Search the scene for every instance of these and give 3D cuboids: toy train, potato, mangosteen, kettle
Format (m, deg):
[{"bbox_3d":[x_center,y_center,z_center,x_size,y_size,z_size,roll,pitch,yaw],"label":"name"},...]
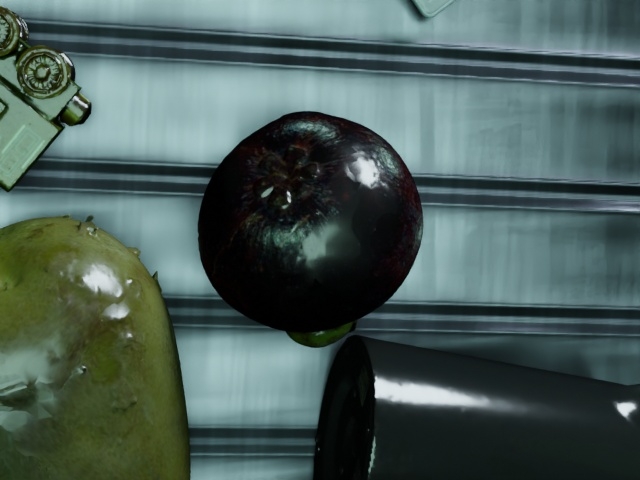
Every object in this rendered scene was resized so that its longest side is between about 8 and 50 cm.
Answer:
[{"bbox_3d":[-0.328,-0.160,1.103,0.225,0.090,0.137,40,91,-10],"label":"toy train"},{"bbox_3d":[-0.253,0.164,1.077,0.269,0.219,0.359,-14,99,-15],"label":"potato"},{"bbox_3d":[-0.003,-0.011,1.122,0.216,0.216,0.216,-1,95,-9],"label":"mangosteen"},{"bbox_3d":[0.158,0.243,1.165,0.308,0.203,0.262,9,91,-13],"label":"kettle"}]

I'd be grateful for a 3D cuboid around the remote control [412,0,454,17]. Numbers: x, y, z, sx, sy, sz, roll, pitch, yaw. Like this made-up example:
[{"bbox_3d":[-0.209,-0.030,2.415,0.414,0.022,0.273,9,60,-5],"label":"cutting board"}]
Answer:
[{"bbox_3d":[0.061,-0.366,1.169,0.103,0.051,0.293,-38,103,-4],"label":"remote control"}]
